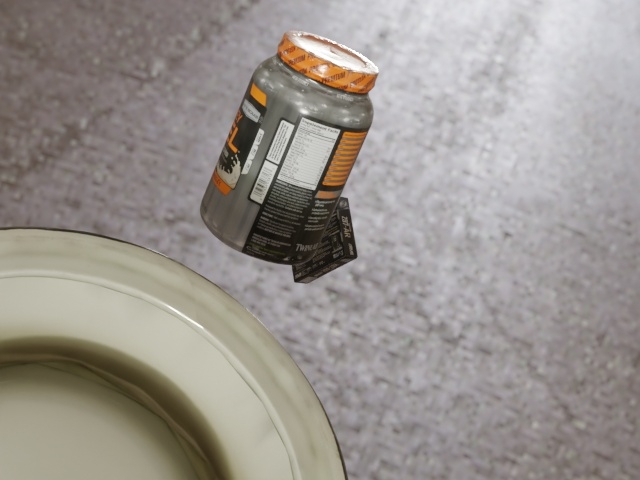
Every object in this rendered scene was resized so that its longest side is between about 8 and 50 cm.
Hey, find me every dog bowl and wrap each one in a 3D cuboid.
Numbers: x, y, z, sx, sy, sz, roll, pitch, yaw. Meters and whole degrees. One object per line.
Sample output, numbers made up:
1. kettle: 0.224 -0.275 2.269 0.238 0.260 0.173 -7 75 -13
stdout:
1. dog bowl: -0.192 0.200 1.042 0.407 0.150 0.408 12 55 -18

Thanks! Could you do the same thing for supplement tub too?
1. supplement tub: -0.025 -0.084 1.358 0.117 0.190 0.117 21 19 -7

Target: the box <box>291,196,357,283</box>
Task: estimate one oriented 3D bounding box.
1. box: 0.000 0.000 1.550 0.018 0.083 0.067 8 64 -40
